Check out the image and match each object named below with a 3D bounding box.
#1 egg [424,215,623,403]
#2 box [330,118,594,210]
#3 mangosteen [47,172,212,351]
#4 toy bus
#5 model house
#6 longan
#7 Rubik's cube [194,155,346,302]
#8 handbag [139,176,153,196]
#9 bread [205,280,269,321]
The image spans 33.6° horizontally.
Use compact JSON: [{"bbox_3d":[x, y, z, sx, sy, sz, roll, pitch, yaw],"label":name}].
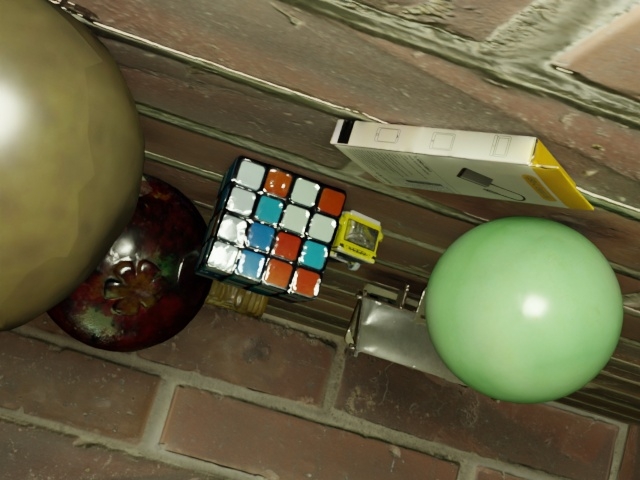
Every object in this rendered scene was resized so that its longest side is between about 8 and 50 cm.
[{"bbox_3d":[0.235,0.080,1.253,0.221,0.220,0.270,18,-179,-13],"label":"egg"},{"bbox_3d":[0.146,-0.077,1.073,0.247,0.033,0.129,10,167,32],"label":"box"},{"bbox_3d":[-0.310,0.026,1.679,0.311,0.311,0.311,16,170,3],"label":"mangosteen"},{"bbox_3d":[0.000,0.000,1.598,0.081,0.074,0.226,23,168,-29],"label":"toy bus"},{"bbox_3d":[0.210,0.177,2.033,0.326,0.169,0.244,18,177,0],"label":"model house"},{"bbox_3d":[-0.368,-0.081,1.022,0.405,0.336,0.404,12,129,14],"label":"longan"},{"bbox_3d":[-0.072,-0.009,1.431,0.155,0.154,0.151,19,170,-11],"label":"Rubik's cube"},{"bbox_3d":[-0.332,-0.123,1.326,0.213,0.127,0.235,13,157,8],"label":"handbag"},{"bbox_3d":[-0.218,0.067,2.117,0.254,0.142,0.227,14,169,-2],"label":"bread"}]
